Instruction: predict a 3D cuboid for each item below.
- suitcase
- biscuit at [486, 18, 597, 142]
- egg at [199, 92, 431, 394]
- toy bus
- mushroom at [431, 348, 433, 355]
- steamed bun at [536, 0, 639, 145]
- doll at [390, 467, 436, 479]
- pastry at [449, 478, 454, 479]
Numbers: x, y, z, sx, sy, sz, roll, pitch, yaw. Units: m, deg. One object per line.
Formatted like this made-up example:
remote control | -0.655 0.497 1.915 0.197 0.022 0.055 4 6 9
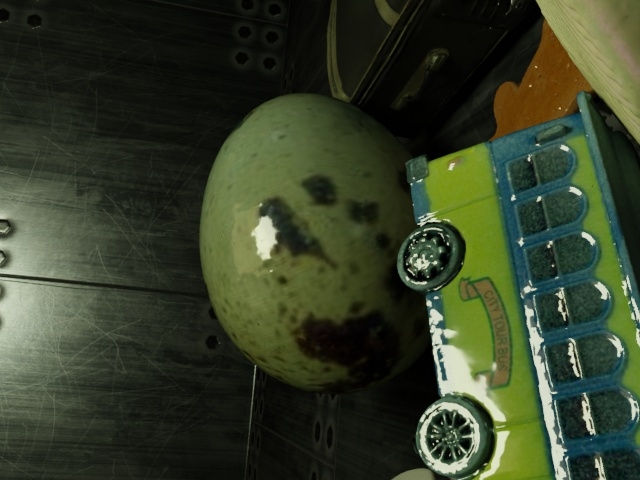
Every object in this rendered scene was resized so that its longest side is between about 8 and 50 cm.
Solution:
suitcase | 0.133 -0.332 1.015 0.434 0.194 0.283 127 148 -66
biscuit | 0.240 -0.133 0.807 0.165 0.036 0.250 -97 23 -46
egg | 0.000 0.000 1.011 0.427 0.345 0.345 67 157 14
toy bus | 0.179 0.066 0.561 0.190 0.152 0.312 -21 58 30
mushroom | 0.191 0.065 0.792 0.096 0.099 0.278 -90 11 -47
steamed bun | 0.239 -0.176 0.494 0.153 0.238 0.170 -33 32 16
doll | 0.128 0.414 0.646 0.348 0.161 0.423 -83 -20 -73
pastry | 0.187 0.198 0.715 0.112 0.103 0.265 -72 -10 -66
